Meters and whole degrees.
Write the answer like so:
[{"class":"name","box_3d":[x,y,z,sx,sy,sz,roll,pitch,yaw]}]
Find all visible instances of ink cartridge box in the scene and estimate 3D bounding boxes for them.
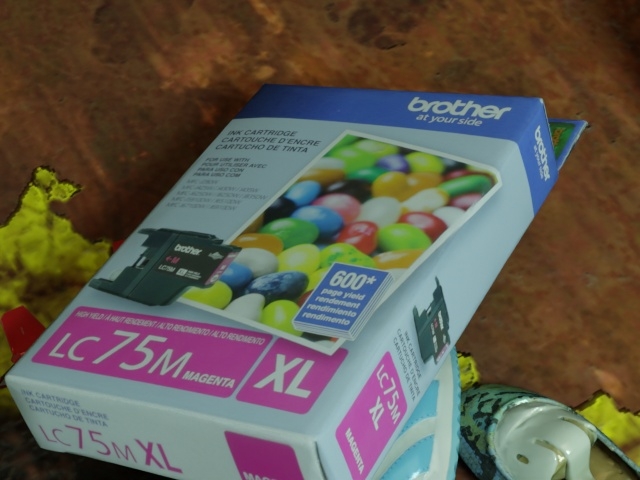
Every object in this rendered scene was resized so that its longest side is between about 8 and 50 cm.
[{"class":"ink cartridge box","box_3d":[0.000,0.000,0.786,0.185,0.065,0.311,7,40,32]}]

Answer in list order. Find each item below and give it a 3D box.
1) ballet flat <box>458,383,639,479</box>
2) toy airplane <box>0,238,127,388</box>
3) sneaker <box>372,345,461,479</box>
[{"class":"ballet flat","box_3d":[0.139,0.124,0.746,0.070,0.070,0.188,-40,61,-22]},{"class":"toy airplane","box_3d":[-0.113,0.054,0.832,0.151,0.028,0.151,-2,53,2]},{"class":"sneaker","box_3d":[0.017,0.126,0.726,0.092,0.087,0.229,9,48,7]}]
